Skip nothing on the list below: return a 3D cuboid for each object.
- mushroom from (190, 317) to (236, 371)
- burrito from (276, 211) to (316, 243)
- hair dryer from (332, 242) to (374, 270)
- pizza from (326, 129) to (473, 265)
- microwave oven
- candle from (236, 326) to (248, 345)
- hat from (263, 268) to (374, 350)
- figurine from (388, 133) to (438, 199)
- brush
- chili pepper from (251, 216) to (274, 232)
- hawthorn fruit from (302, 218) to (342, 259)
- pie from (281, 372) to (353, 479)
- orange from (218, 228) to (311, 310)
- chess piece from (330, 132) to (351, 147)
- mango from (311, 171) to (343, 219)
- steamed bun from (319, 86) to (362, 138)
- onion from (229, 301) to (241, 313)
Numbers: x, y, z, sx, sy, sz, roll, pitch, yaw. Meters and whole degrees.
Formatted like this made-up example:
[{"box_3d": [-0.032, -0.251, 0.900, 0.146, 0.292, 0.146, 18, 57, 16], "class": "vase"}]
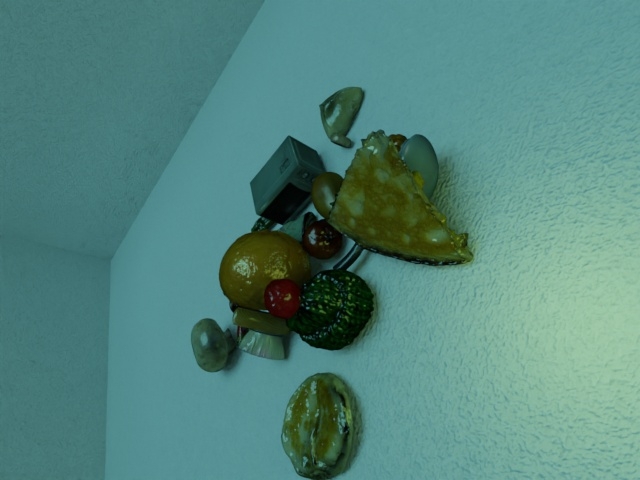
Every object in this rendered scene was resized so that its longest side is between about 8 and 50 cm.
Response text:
[{"box_3d": [-0.476, 0.456, 1.977, 0.184, 0.254, 0.255, -25, 38, -14], "class": "mushroom"}, {"box_3d": [-0.114, -0.018, 1.837, 0.229, 0.089, 0.143, -25, 41, 41], "class": "burrito"}, {"box_3d": [0.088, 0.030, 1.531, 0.271, 0.091, 0.235, -50, 39, 10], "class": "hair dryer"}, {"box_3d": [0.180, -0.074, 1.299, 0.080, 0.434, 0.392, -42, 12, -38], "class": "pizza"}, {"box_3d": [-0.133, -0.244, 1.887, 0.295, 0.181, 0.237, -45, 41, 28], "class": "microwave oven"}, {"box_3d": [-0.337, 0.389, 1.947, 0.052, 0.052, 0.130, -30, 50, 40], "class": "candle"}, {"box_3d": [-0.019, 0.207, 1.404, 0.242, 0.333, 0.274, 42, 109, 53], "class": "hat"}, {"box_3d": [0.229, -0.216, 1.430, 0.382, 0.205, 0.224, -165, 71, -66], "class": "figurine"}, {"box_3d": [-0.236, 0.342, 1.667, 0.174, 0.267, 0.166, 7, 77, 43], "class": "brush"}, {"box_3d": [-0.274, -0.059, 2.073, 0.204, 0.073, 0.072, -44, 57, 31], "class": "chili pepper"}, {"box_3d": [0.000, 0.000, 1.643, 0.172, 0.148, 0.147, -19, 57, 64], "class": "hawthorn fruit"}, {"box_3d": [-0.007, 0.587, 1.423, 0.339, 0.077, 0.338, -27, 55, 46], "class": "pie"}, {"box_3d": [-0.200, 0.105, 1.660, 0.341, 0.341, 0.292, 7, 92, 52], "class": "orange"}, {"box_3d": [0.080, -0.396, 1.774, 0.084, 0.084, 0.038, 30, 98, 53], "class": "chess piece"}, {"box_3d": [0.040, -0.158, 1.681, 0.152, 0.121, 0.220, -39, 52, 34], "class": "mango"}, {"box_3d": [0.062, -0.524, 1.841, 0.231, 0.111, 0.212, -21, 58, 48], "class": "steamed bun"}, {"box_3d": [-0.336, 0.270, 1.949, 0.131, 0.131, 0.131, -26, 54, 42], "class": "onion"}]
